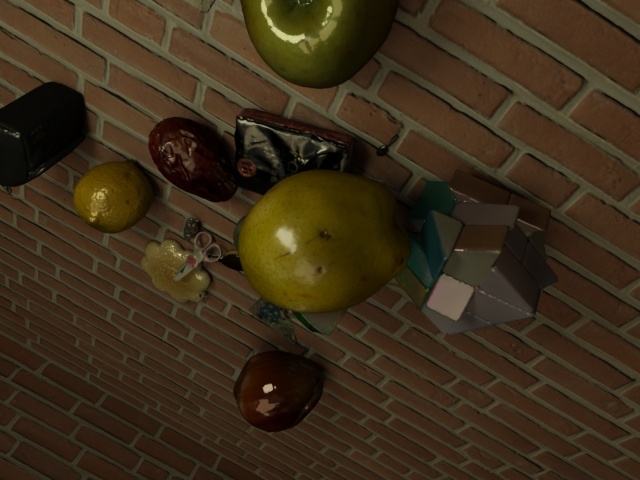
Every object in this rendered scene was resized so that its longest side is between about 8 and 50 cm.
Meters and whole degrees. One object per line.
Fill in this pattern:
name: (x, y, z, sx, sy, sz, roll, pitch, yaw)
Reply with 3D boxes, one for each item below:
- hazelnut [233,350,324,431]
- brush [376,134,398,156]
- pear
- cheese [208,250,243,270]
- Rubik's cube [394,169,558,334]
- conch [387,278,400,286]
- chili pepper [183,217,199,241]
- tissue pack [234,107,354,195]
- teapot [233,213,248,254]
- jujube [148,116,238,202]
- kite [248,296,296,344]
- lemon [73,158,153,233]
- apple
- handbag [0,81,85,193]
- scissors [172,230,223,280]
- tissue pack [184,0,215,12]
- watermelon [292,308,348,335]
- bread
hazelnut: (-0.165, 0.593, 1.821, 0.372, 0.372, 0.315, -28, 69, 35)
brush: (0.180, -0.256, 1.231, 0.024, 0.008, 0.083, 42, 129, -8)
pear: (0.000, 0.000, 1.118, 0.418, 0.362, 0.362, -13, 120, 21)
cheese: (-0.338, 0.072, 1.666, 0.163, 0.036, 0.086, 4, 129, 18)
Rubik's cube: (0.371, 0.040, 1.171, 0.368, 0.358, 0.387, 47, 139, -12)
conch: (0.233, 0.071, 1.411, 0.255, 0.127, 0.158, 24, 103, -26)
chili pepper: (-0.460, -0.042, 1.624, 0.050, 0.041, 0.153, 49, 147, 7)
tissue pack: (-0.084, -0.221, 1.287, 0.332, 0.123, 0.245, 18, 133, 7)
teapot: (-0.188, -0.001, 1.481, 0.193, 0.129, 0.294, 20, 129, 33)
jujube: (-0.373, -0.231, 1.349, 0.197, 0.197, 0.290, -19, 134, 32)
kite: (-0.142, 0.290, 1.774, 0.314, 0.011, 0.335, 5, 128, 18)
lemon: (-0.683, -0.139, 1.497, 0.228, 0.253, 0.228, 21, 140, 19)
apple: (-0.013, -0.491, 0.932, 0.339, 0.305, 0.338, 11, 129, 15)
handbag: (-0.863, -0.306, 1.415, 0.178, 0.301, 0.275, 20, 133, -3)
scissors: (-0.460, 0.073, 1.667, 0.242, 0.030, 0.118, -42, 87, 20)
tissue pack: (-0.258, -0.645, 0.928, 0.137, 0.269, 0.209, 6, 148, -40)
watermelon: (-0.031, 0.108, 1.387, 0.319, 0.292, 0.222, 42, 154, 7)
bread: (-0.570, 0.127, 1.789, 0.316, 0.054, 0.316, 12, 129, 15)
